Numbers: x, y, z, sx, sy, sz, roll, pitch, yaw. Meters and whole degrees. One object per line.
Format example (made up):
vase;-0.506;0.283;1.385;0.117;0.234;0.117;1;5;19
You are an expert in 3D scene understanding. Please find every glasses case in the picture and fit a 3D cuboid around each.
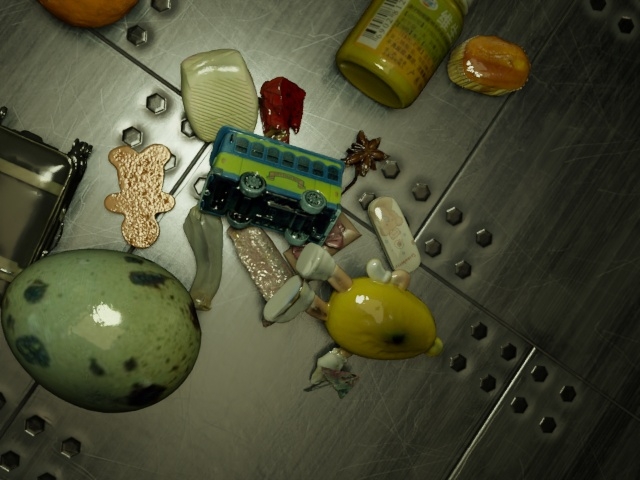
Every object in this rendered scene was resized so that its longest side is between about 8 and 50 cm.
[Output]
glasses case;0.186;-0.014;1.821;0.081;0.051;0.204;-26;95;-9
glasses case;0.000;0.000;1.782;0.193;0.070;0.102;-34;95;-7

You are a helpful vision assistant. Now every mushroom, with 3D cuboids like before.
mushroom;-0.277;0.031;1.727;0.096;0.099;0.277;-3;95;-4

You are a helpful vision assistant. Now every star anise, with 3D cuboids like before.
star anise;0.093;-0.186;1.789;0.097;0.070;0.190;39;66;-11

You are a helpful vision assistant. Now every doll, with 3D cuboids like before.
doll;0.075;0.183;1.733;0.348;0.161;0.423;-27;119;6

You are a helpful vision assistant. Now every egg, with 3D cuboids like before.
egg;-0.465;0.190;1.559;0.428;0.345;0.345;24;87;-33

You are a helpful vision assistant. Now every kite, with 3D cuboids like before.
kite;0.029;0.353;1.793;0.157;0.011;0.139;-20;127;16

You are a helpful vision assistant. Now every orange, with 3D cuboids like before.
orange;-0.522;-0.609;1.579;0.284;0.284;0.226;42;46;-8

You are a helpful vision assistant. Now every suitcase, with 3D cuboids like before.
suitcase;-0.710;-0.067;1.603;0.283;0.194;0.433;25;89;-9

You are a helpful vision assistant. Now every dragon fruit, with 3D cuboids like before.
dragon fruit;-0.103;-0.297;1.772;0.092;0.122;0.192;2;96;30

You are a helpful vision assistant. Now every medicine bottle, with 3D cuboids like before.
medicine bottle;0.224;-0.525;1.730;0.224;0.224;0.384;34;86;-9

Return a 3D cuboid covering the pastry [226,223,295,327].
pastry;-0.130;0.069;1.745;0.112;0.103;0.265;-19;101;9

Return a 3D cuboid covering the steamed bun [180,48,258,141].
steamed bun;-0.236;-0.348;1.670;0.170;0.238;0.152;-12;53;-7

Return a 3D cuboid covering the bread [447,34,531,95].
bread;0.429;-0.441;1.826;0.191;0.114;0.132;8;88;-15

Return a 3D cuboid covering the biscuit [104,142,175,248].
biscuit;-0.430;-0.105;1.726;0.166;0.036;0.250;-3;88;-9

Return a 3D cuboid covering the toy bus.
toy bus;-0.111;-0.123;1.682;0.312;0.152;0.190;16;50;-12
